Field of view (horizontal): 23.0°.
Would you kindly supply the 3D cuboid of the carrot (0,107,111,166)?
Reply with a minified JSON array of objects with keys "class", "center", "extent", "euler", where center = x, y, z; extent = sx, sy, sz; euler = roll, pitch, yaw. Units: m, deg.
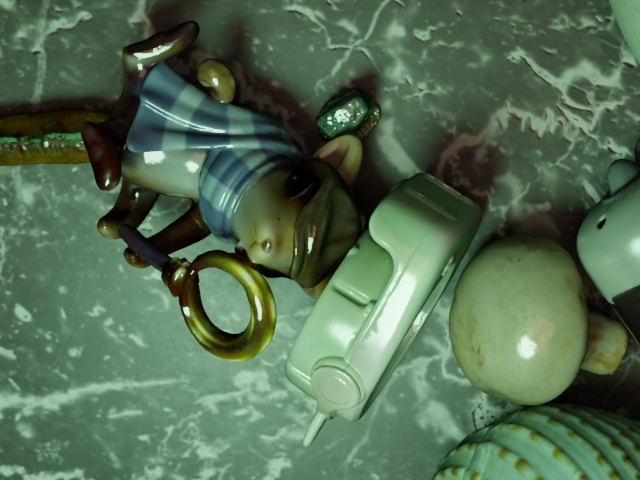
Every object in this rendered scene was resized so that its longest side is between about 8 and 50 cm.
[{"class":"carrot","center":[-0.373,-0.118,1.913],"extent":[0.260,0.070,0.070],"euler":[-6,100,7]}]

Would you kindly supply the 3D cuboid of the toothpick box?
[{"class":"toothpick box","center":[0.436,0.030,1.806],"extent":[0.229,0.229,0.316],"euler":[-36,94,10]}]

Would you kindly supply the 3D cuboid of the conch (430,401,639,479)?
[{"class":"conch","center":[0.258,0.297,1.838],"extent":[0.215,0.303,0.319],"euler":[45,64,-1]}]

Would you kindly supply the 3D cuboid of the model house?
[{"class":"model house","center":[0.030,-0.139,1.864],"extent":[0.079,0.083,0.066],"euler":[-42,96,10]}]

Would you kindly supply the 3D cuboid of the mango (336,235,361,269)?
[{"class":"mango","center":[0.000,0.000,1.906],"extent":[0.108,0.056,0.073],"euler":[-3,94,10]}]

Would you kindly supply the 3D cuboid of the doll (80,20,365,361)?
[{"class":"doll","center":[-0.120,-0.058,1.804],"extent":[0.340,0.209,0.318],"euler":[28,104,11]}]

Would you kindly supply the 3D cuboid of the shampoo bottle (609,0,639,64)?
[{"class":"shampoo bottle","center":[0.466,-0.297,1.675],"extent":[0.322,0.322,0.317],"euler":[-33,91,10]}]

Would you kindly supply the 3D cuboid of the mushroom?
[{"class":"mushroom","center":[0.255,0.091,1.831],"extent":[0.209,0.206,0.206],"euler":[-7,100,1]}]

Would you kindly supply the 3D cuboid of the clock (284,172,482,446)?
[{"class":"clock","center":[0.060,0.084,1.814],"extent":[0.109,0.265,0.324],"euler":[32,104,6]}]
